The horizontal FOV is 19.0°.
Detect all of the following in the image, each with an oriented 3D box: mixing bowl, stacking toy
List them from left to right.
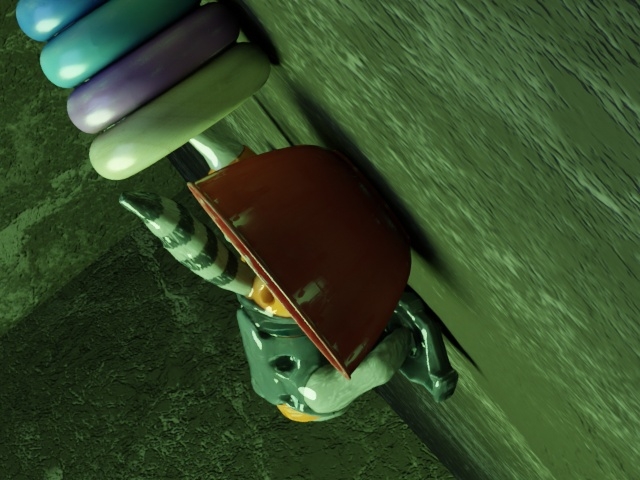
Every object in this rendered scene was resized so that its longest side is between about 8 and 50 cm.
[{"bbox_3d":[-0.177,-0.209,1.276,0.330,0.141,0.141,56,175,-7],"label":"stacking toy"},{"bbox_3d":[0.000,0.000,1.348,0.181,0.098,0.181,51,176,5],"label":"mixing bowl"}]

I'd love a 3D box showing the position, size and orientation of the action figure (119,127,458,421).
[{"bbox_3d":[-0.050,0.023,1.631,0.341,0.178,0.330,41,160,49],"label":"action figure"}]
